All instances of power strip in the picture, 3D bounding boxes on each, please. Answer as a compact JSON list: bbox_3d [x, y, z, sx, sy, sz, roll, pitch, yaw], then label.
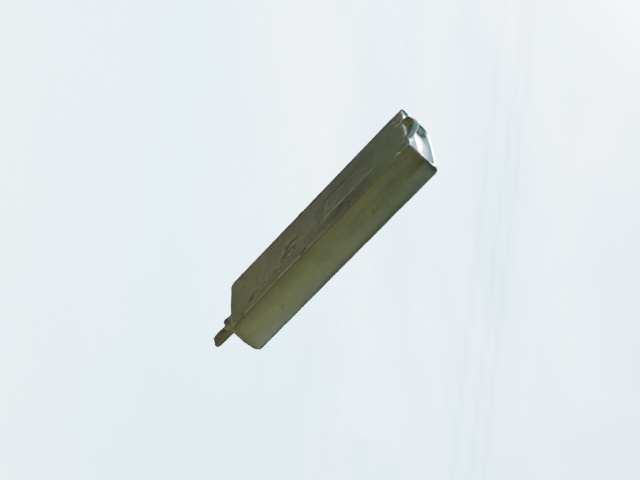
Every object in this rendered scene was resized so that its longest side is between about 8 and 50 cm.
[{"bbox_3d":[0.000,0.000,0.733,0.136,0.019,0.051,-46,-160,15],"label":"power strip"}]
